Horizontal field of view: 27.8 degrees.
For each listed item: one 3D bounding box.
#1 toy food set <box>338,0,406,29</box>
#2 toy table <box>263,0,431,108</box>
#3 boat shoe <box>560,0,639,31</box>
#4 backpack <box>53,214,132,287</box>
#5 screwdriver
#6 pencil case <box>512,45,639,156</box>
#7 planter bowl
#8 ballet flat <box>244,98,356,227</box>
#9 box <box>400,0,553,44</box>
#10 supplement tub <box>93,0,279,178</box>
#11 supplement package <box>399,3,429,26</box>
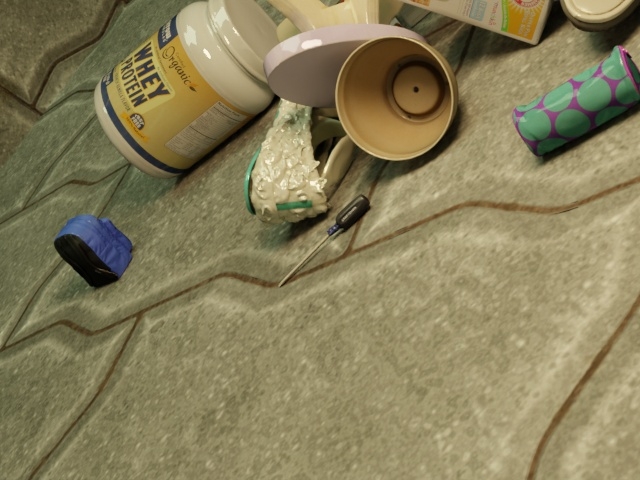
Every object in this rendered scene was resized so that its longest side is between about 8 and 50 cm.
[{"bbox_3d":[0.068,-0.329,2.042,0.104,0.111,0.232,-43,21,11],"label":"toy food set"},{"bbox_3d":[0.029,-0.298,1.803,0.252,0.274,0.161,-32,65,35],"label":"toy table"},{"bbox_3d":[0.368,-0.353,1.631,0.112,0.095,0.335,5,48,15],"label":"boat shoe"},{"bbox_3d":[-0.399,0.009,2.255,0.098,0.120,0.101,-24,31,42],"label":"backpack"},{"bbox_3d":[0.000,0.000,1.722,0.170,0.025,0.024,-41,23,9],"label":"screwdriver"},{"bbox_3d":[0.289,-0.155,1.442,0.151,0.064,0.070,-30,43,31],"label":"pencil case"},{"bbox_3d":[0.114,-0.194,1.715,0.162,0.162,0.109,-33,-2,26],"label":"planter bowl"},{"bbox_3d":[0.000,-0.168,1.911,0.147,0.147,0.409,-27,32,36],"label":"ballet flat"},{"bbox_3d":[0.214,-0.357,1.698,0.114,0.203,0.103,101,-169,-52],"label":"box"},{"bbox_3d":[-0.223,-0.281,2.302,0.316,0.228,0.228,-36,25,22],"label":"supplement tub"},{"bbox_3d":[0.120,-0.450,2.066,0.105,0.179,0.105,-39,23,14],"label":"supplement package"}]
